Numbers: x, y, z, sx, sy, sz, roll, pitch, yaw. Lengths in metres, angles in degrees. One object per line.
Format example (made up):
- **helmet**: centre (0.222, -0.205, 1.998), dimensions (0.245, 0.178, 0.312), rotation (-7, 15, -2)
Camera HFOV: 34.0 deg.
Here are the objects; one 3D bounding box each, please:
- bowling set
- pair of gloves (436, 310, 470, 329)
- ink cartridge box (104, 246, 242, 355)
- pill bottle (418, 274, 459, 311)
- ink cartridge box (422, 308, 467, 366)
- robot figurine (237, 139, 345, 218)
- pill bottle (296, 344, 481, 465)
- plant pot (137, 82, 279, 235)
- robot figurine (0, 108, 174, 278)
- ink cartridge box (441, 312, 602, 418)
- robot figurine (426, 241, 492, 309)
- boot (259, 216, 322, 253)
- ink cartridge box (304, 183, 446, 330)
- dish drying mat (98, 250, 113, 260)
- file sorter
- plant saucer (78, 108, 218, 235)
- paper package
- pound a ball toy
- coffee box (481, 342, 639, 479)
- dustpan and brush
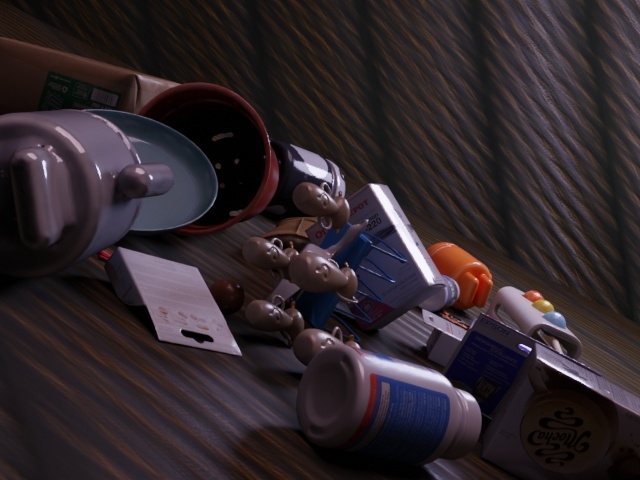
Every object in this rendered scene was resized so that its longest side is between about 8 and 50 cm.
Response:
- **bowling set**: centre (-0.049, 0.063, 1.542), dimensions (0.200, 0.287, 0.154), rotation (-6, -15, 30)
- **pair of gloves**: centre (0.291, 0.175, 2.279), dimensions (0.074, 0.010, 0.083), rotation (28, 7, 17)
- **ink cartridge box**: centre (-0.200, 0.094, 1.417), dimensions (0.145, 0.045, 0.179), rotation (18, 32, -44)
- **pill bottle**: centre (0.258, 0.115, 2.304), dimensions (0.078, 0.078, 0.137), rotation (30, 11, 19)
- **ink cartridge box**: centre (0.254, 0.200, 1.911), dimensions (0.180, 0.060, 0.104), rotation (27, 11, -1)
- **robot figurine**: centre (-0.068, -0.140, 2.479), dimensions (0.278, 0.173, 0.209), rotation (18, 57, -39)
- **pill bottle**: centre (0.090, 0.209, 1.282), dimensions (0.221, 0.124, 0.124), rotation (20, 12, -35)
- **plant pot**: centre (-0.201, -0.139, 1.975), dimensions (0.272, 0.272, 0.265), rotation (28, 2, 8)
- **robot figurine**: centre (-0.345, -0.066, 1.342), dimensions (0.300, 0.200, 0.353), rotation (-1, 8, 7)
- **ink cartridge box**: centre (0.308, 0.210, 1.641), dimensions (0.206, 0.208, 0.045), rotation (28, 46, 5)
- **robot figurine**: centre (0.317, 0.083, 2.480), dimensions (0.219, 0.158, 0.128), rotation (40, -23, 53)
- **boot**: centre (0.000, 0.000, 2.060), dimensions (0.236, 0.089, 0.269), rotation (-8, 6, 6)
- **ink cartridge box**: centre (0.096, 0.029, 1.866), dimensions (0.218, 0.158, 0.092), rotation (61, 23, 16)
- **dish drying mat**: centre (-0.287, 0.033, 1.538), dimensions (0.083, 0.008, 0.032), rotation (22, 10, -24)
- **file sorter**: centre (0.049, 0.069, 1.756), dimensions (0.104, 0.170, 0.118), rotation (25, 10, -31)
- **plant saucer**: centre (-0.329, -0.108, 1.736), dimensions (0.317, 0.044, 0.318), rotation (14, 38, -11)
- **paper package**: centre (-0.446, -0.266, 2.036), dimensions (0.324, 0.168, 0.309), rotation (18, 8, 17)
- **pound a ball toy**: centre (0.496, 0.202, 2.309), dimensions (0.208, 0.136, 0.319), rotation (25, 11, -10)
- **coffee box**: centre (0.401, 0.297, 1.499), dimensions (0.297, 0.168, 0.119), rotation (29, 10, 7)
- **dustpan and brush**: centre (-0.006, 0.035, 1.692), dimensions (0.060, 0.211, 0.147), rotation (37, 10, -2)
